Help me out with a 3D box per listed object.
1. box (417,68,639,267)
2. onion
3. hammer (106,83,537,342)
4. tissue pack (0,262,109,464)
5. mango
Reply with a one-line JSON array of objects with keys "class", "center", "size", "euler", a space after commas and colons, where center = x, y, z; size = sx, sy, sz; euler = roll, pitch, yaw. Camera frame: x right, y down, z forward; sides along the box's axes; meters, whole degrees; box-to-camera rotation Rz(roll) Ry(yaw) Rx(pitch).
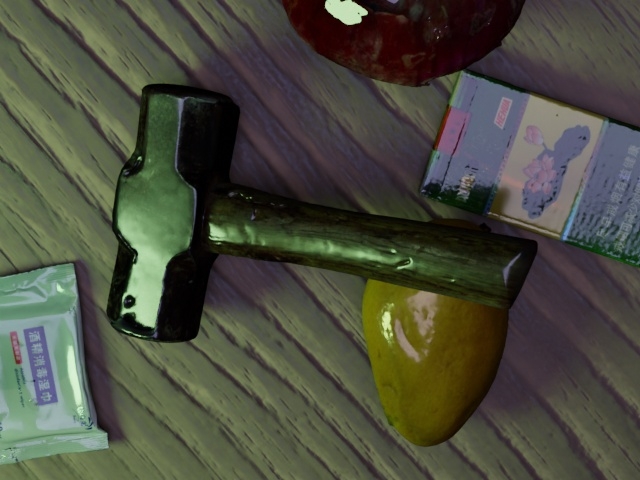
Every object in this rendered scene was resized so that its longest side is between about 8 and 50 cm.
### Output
[{"class": "box", "center": [0.226, -0.070, 1.599], "size": [0.235, 0.034, 0.132], "euler": [18, 100, -2]}, {"class": "onion", "center": [0.079, -0.266, 1.489], "size": [0.246, 0.190, 0.246], "euler": [1, 85, -9]}, {"class": "hammer", "center": [0.000, 0.000, 1.530], "size": [0.409, 0.095, 0.242], "euler": [11, 97, 18]}, {"class": "tissue pack", "center": [-0.288, 0.126, 1.644], "size": [0.123, 0.026, 0.193], "euler": [-10, 100, 2]}, {"class": "mango", "center": [0.108, 0.090, 1.594], "size": [0.147, 0.109, 0.227], "euler": [4, 101, -24]}]
